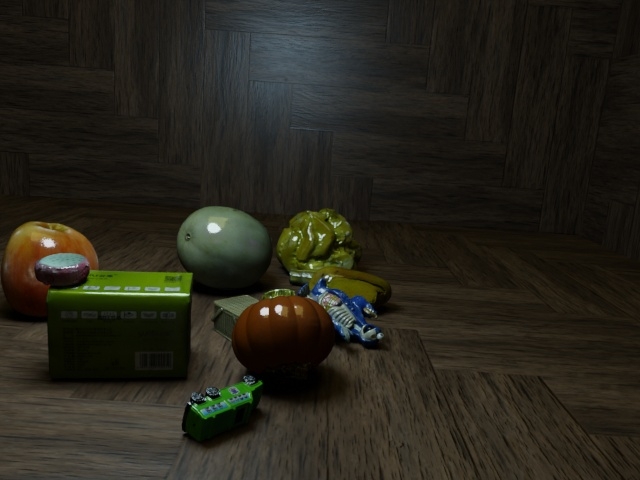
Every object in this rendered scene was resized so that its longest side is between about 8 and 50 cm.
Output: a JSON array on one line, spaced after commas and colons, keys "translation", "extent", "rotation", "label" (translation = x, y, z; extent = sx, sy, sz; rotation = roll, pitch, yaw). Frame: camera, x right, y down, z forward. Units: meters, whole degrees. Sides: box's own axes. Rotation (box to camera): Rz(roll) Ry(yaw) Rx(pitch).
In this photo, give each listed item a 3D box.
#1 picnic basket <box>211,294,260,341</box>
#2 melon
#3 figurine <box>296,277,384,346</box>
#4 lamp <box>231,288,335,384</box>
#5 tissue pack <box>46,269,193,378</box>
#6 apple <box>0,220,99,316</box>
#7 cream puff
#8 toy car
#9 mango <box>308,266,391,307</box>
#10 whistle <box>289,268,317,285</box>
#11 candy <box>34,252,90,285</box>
[{"translation": [-0.193, 0.204, 1.422], "extent": [0.115, 0.079, 0.164], "rotation": [-6, 16, -40], "label": "picnic basket"}, {"translation": [-0.297, 0.030, 1.772], "extent": [0.269, 0.268, 0.330], "rotation": [14, -5, 38], "label": "melon"}, {"translation": [0.054, 0.204, 1.465], "extent": [0.164, 0.120, 0.262], "rotation": [-13, 37, -34], "label": "figurine"}, {"translation": [-0.078, 0.206, 1.187], "extent": [0.223, 0.196, 0.223], "rotation": [-8, -24, -4], "label": "lamp"}, {"translation": [-0.418, 0.177, 1.189], "extent": [0.275, 0.200, 0.167], "rotation": [3, 14, -10], "label": "tissue pack"}, {"translation": [-0.718, 0.071, 1.480], "extent": [0.242, 0.240, 0.242], "rotation": [1, 10, 0], "label": "apple"}, {"translation": [0.001, 0.000, 2.047], "extent": [0.325, 0.257, 0.291], "rotation": [-2, 18, -28], "label": "cream puff"}, {"translation": [-0.169, 0.304, 1.007], "extent": [0.165, 0.071, 0.062], "rotation": [-8, 32, -45], "label": "toy car"}, {"translation": [0.092, 0.149, 1.672], "extent": [0.262, 0.129, 0.167], "rotation": [8, 6, -10], "label": "mango"}, {"translation": [0.056, 0.136, 1.869], "extent": [0.327, 0.057, 0.068], "rotation": [5, 31, 10], "label": "whistle"}, {"translation": [-0.523, 0.058, 1.124], "extent": [0.103, 0.043, 0.103], "rotation": [4, 17, -1], "label": "candy"}]
